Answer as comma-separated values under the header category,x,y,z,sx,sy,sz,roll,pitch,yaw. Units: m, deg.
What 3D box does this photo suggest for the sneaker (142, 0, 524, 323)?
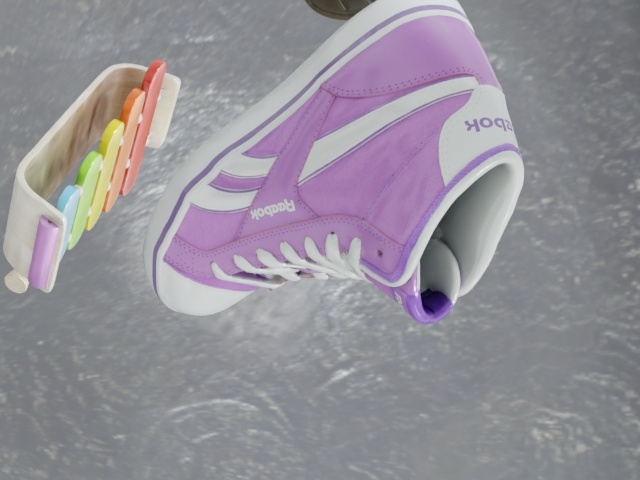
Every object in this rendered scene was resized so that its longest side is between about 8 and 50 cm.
category,x,y,z,sx,sy,sz,roll,pitch,yaw
sneaker,-0.001,0.000,0.723,0.102,0.282,0.161,6,52,-42

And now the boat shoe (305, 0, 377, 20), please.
category,x,y,z,sx,sy,sz,roll,pitch,yaw
boat shoe,0.103,-0.339,1.384,0.110,0.307,0.104,56,48,-15

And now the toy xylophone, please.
category,x,y,z,sx,sy,sz,roll,pitch,yaw
toy xylophone,-0.270,-0.067,1.427,0.081,0.236,0.322,25,50,2
